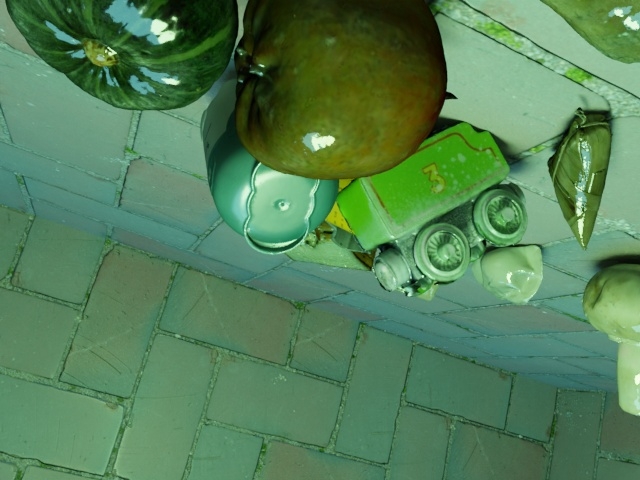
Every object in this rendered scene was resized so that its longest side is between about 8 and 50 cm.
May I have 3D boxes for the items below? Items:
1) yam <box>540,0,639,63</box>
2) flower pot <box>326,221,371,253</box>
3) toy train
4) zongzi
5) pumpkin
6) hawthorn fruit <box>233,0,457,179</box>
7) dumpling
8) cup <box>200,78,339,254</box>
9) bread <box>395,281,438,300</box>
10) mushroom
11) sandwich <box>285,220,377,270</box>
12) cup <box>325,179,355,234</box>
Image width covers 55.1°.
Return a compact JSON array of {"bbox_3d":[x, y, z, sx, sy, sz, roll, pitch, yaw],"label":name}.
[{"bbox_3d":[0.206,-0.295,0.558,0.330,0.133,0.133,25,161,-20],"label":"yam"},{"bbox_3d":[0.081,-0.055,1.510,0.103,0.108,0.229,12,163,13],"label":"flower pot"},{"bbox_3d":[0.199,-0.055,1.078,0.249,0.307,0.173,61,162,3],"label":"toy train"},{"bbox_3d":[0.417,-0.093,0.949,0.081,0.178,0.189,-5,161,5],"label":"zongzi"},{"bbox_3d":[-0.245,-0.307,0.792,0.300,0.207,0.300,17,151,10],"label":"pumpkin"},{"bbox_3d":[0.039,-0.206,0.789,0.300,0.268,0.267,5,169,-24],"label":"hawthorn fruit"},{"bbox_3d":[0.483,0.092,1.576,0.124,0.151,0.229,-7,175,-29],"label":"dumpling"},{"bbox_3d":[-0.080,-0.159,1.025,0.219,0.258,0.290,2,128,-17],"label":"cup"},{"bbox_3d":[0.266,0.081,1.730,0.141,0.148,0.134,18,126,-4],"label":"bread"},{"bbox_3d":[0.789,0.198,1.421,0.356,0.315,0.315,56,157,-3],"label":"mushroom"},{"bbox_3d":[0.000,-0.002,1.785,0.273,0.095,0.249,7,162,24],"label":"sandwich"},{"bbox_3d":[0.094,-0.089,1.267,0.279,0.196,0.196,19,165,13],"label":"cup"}]
